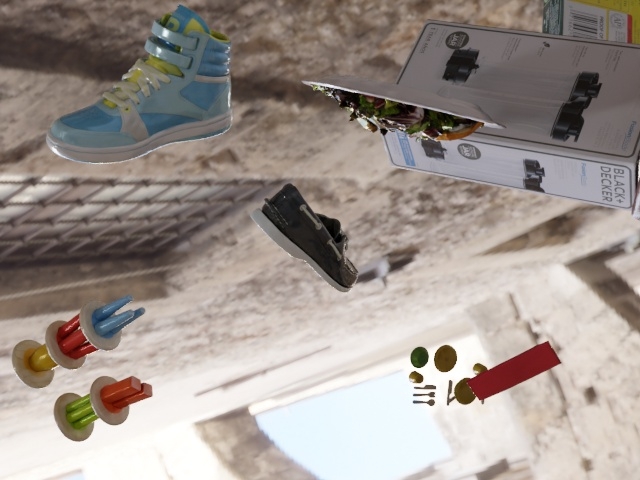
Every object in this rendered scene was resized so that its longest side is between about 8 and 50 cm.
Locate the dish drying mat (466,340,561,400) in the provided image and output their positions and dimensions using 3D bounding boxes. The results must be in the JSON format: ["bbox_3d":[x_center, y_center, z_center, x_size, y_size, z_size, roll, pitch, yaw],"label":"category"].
[{"bbox_3d":[0.176,0.119,0.932,0.032,0.083,0.008,55,-167,-30],"label":"dish drying mat"}]

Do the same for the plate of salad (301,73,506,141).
[{"bbox_3d":[0.077,-0.121,0.973,0.200,0.199,0.048,3,-78,-54],"label":"plate of salad"}]

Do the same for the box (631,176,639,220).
[{"bbox_3d":[0.429,-0.159,0.918,0.143,0.191,0.381,-32,-40,-33],"label":"box"}]

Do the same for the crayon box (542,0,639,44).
[{"bbox_3d":[0.505,-0.313,1.588,0.318,0.081,0.202,10,-109,-10],"label":"crayon box"}]

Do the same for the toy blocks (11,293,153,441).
[{"bbox_3d":[-0.212,0.122,0.996,0.123,0.148,0.054,55,-153,-12],"label":"toy blocks"}]

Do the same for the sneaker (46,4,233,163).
[{"bbox_3d":[-0.264,-0.243,1.525,0.319,0.208,0.127,-22,-136,-39],"label":"sneaker"}]

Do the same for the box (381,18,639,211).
[{"bbox_3d":[0.230,-0.144,1.137,0.169,0.290,0.087,-65,-28,-28],"label":"box"}]

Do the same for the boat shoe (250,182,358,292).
[{"bbox_3d":[0.000,0.000,1.725,0.114,0.091,0.302,49,-174,32],"label":"boat shoe"}]

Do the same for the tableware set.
[{"bbox_3d":[0.214,0.226,1.715,0.154,0.024,0.104,4,-89,-26],"label":"tableware set"}]
